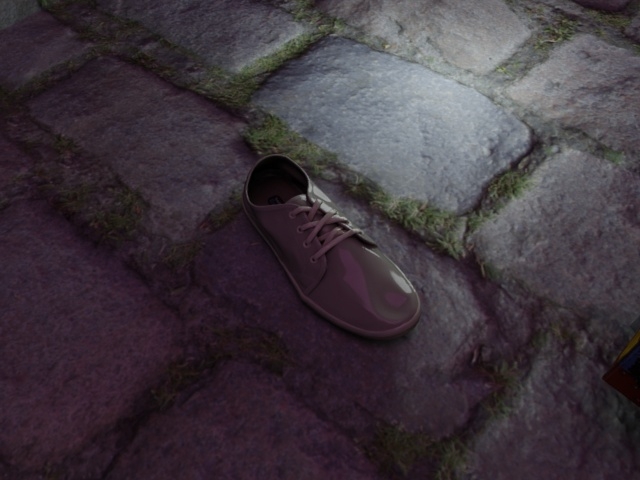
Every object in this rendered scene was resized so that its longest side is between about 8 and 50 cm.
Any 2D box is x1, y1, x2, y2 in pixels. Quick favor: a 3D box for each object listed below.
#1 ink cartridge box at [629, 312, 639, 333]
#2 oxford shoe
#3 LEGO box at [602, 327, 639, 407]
[{"bbox_3d":[0.617,0.131,0.962,0.176,0.128,0.127,-17,56,-12],"label":"ink cartridge box"},{"bbox_3d":[0.000,0.000,1.090,0.169,0.130,0.449,-31,59,-22],"label":"oxford shoe"},{"bbox_3d":[0.687,0.099,0.789,0.500,0.193,0.372,-40,65,-22],"label":"LEGO box"}]
